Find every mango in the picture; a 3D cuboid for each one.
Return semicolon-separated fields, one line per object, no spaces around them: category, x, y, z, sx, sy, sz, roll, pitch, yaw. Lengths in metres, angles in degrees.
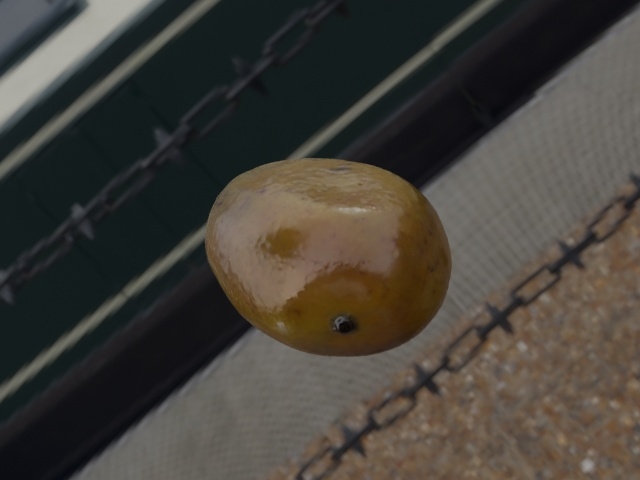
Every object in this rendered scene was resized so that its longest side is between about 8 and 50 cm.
mango;-0.004;0.004;0.759;0.165;0.089;0.115;21;43;39
